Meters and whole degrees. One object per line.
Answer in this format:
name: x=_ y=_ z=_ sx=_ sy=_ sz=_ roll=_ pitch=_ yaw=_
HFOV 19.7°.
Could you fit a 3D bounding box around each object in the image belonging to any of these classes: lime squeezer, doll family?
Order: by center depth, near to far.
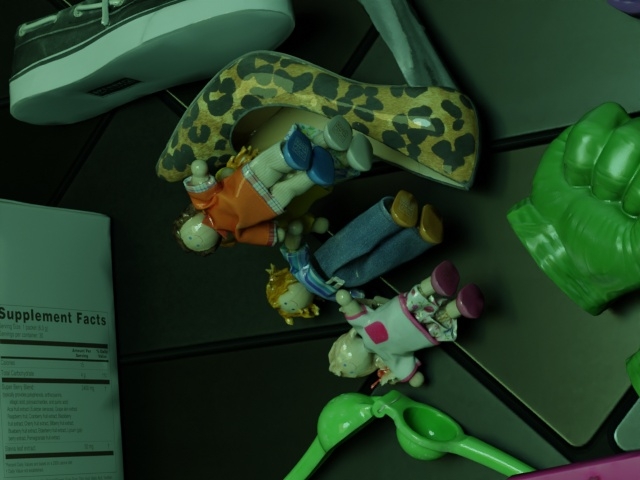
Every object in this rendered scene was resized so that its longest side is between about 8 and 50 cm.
doll family: x=0.000 y=0.000 z=1.418 sx=0.163 sy=0.263 sz=0.118 roll=-32 pitch=28 yaw=34
lime squeezer: x=0.059 y=0.170 z=1.424 sx=0.310 sy=0.059 sz=0.110 roll=-6 pitch=82 yaw=29

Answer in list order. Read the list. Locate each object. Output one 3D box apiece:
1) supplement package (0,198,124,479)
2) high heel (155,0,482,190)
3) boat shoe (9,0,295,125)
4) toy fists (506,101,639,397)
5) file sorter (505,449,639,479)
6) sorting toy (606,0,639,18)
supplement package: x=-0.290 y=0.124 z=1.560 sx=0.177 sy=0.175 sz=0.293 roll=-9 pitch=81 yaw=30
high heel: x=-0.004 y=-0.068 z=1.457 sx=0.261 sy=0.093 sz=0.186 roll=-33 pitch=66 yaw=16
boat shoe: x=-0.148 y=-0.183 z=1.545 sx=0.306 sy=0.113 sz=0.105 roll=-18 pitch=71 yaw=44
toy fists: x=0.254 y=0.025 z=1.302 sx=0.142 sy=0.096 sz=0.279 roll=-44 pitch=65 yaw=19
file sorter: x=0.236 y=0.253 z=1.193 sx=0.290 sy=0.182 sz=0.202 roll=-17 pitch=94 yaw=36
sorting toy: x=0.314 y=-0.104 z=1.261 sx=0.365 sy=0.126 sz=0.127 roll=46 pitch=108 yaw=24
